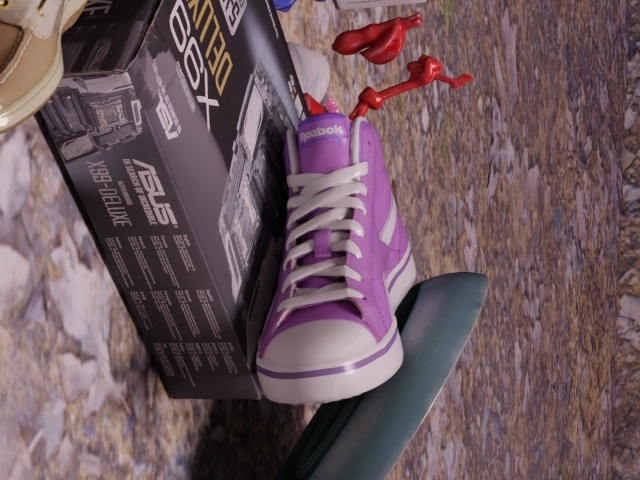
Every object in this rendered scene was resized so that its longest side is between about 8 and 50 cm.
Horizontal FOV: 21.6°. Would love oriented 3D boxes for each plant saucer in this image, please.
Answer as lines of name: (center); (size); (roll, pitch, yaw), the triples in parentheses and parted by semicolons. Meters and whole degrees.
plant saucer: (0.024, 0.148, 1.297); (0.318, 0.043, 0.317); (-55, -177, 4)

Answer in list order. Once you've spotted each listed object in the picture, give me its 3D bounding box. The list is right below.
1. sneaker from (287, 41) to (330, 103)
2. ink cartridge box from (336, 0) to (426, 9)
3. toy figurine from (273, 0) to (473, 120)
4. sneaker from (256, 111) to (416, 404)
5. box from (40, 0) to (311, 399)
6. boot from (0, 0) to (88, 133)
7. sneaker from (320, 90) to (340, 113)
sneaker: (-0.028, -0.096, 1.421); (0.061, 0.053, 0.152); (19, 66, -54)
ink cartridge box: (0.041, -0.346, 1.577); (0.212, 0.093, 0.154); (66, 28, -50)
toy figurine: (-0.005, -0.294, 1.312); (0.217, 0.191, 0.363); (37, 51, -59)
sneaker: (-0.001, 0.000, 1.185); (0.282, 0.102, 0.161); (-74, 154, -68)
box: (-0.087, -0.076, 1.191); (0.242, 0.076, 0.307); (-73, 154, -44)
boot: (-0.189, -0.165, 0.907); (0.213, 0.077, 0.165); (-77, 157, -50)
sneaker: (0.000, -0.085, 1.514); (0.057, 0.047, 0.119); (-97, 179, -69)
